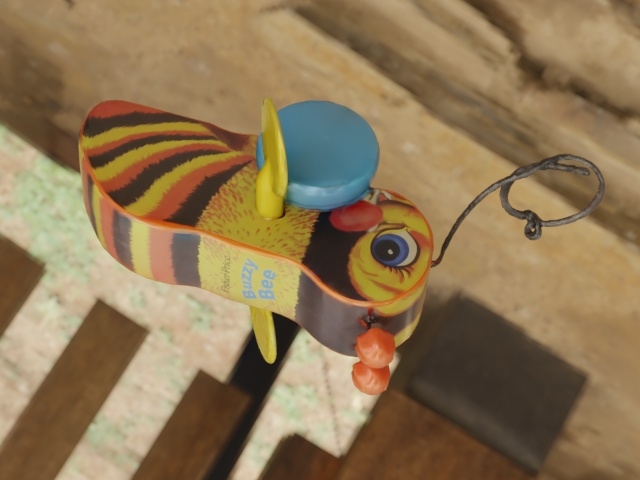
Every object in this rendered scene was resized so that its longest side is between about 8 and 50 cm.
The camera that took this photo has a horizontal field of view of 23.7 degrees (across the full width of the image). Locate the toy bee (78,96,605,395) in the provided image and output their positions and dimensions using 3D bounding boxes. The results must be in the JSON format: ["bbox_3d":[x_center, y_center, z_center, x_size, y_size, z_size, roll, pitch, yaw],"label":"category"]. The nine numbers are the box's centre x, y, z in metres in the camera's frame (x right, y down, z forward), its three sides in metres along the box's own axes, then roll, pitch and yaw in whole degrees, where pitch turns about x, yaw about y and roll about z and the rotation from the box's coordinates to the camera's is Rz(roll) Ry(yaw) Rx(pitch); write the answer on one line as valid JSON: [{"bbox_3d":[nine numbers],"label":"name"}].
[{"bbox_3d":[0.000,0.000,0.857,0.298,0.162,0.195,-7,137,17],"label":"toy bee"}]
